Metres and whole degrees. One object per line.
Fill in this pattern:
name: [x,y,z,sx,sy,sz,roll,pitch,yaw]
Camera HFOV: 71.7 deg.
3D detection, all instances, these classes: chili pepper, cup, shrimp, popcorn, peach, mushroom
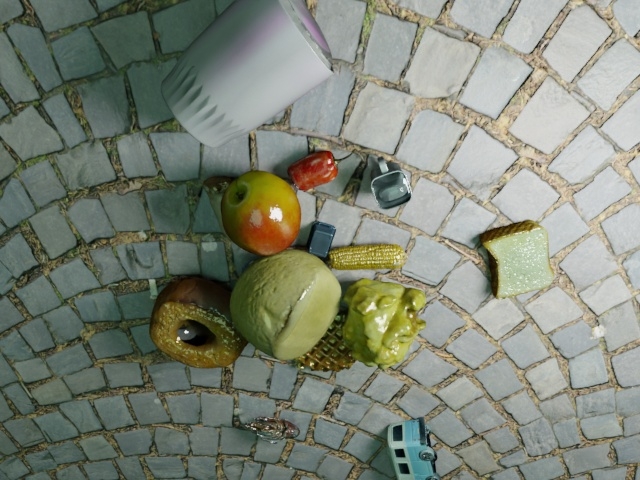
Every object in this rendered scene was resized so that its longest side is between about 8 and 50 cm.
chili pepper: [0.009,-0.203,1.206,0.192,0.084,0.086,-23,127,17]
cup: [0.179,-0.164,1.187,0.095,0.129,0.128,-20,111,11]
shrimp: [-0.187,0.685,1.603,0.233,0.090,0.079,14,148,-15]
popcorn: [0.183,0.247,1.320,0.242,0.235,0.249,16,106,21]
peach: [-0.158,-0.073,1.194,0.231,0.231,0.230,1,114,3]
mushroom: [-0.270,-0.087,1.282,0.084,0.071,0.209,-24,117,-20]
cup: [-0.168,-0.400,1.036,0.372,0.253,0.253,-33,108,18]

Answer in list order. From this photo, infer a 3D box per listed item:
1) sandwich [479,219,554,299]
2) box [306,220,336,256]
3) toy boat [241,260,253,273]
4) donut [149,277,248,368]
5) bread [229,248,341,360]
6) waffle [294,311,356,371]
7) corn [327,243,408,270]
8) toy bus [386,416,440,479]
sandwich: [0.576,0.058,1.300,0.186,0.065,0.214,-15,113,9]
box: [0.000,0.000,1.310,0.074,0.054,0.099,16,114,-2]
toy boat: [-0.181,0.120,1.394,0.150,0.034,0.105,19,111,-19]
donut: [-0.377,0.263,1.397,0.318,0.150,0.298,-8,110,6]
bread: [-0.101,0.180,1.285,0.321,0.237,0.320,-28,141,-25]
waffle: [0.006,0.336,1.465,0.238,0.058,0.243,-10,111,11]
corn: [0.139,0.049,1.313,0.239,0.080,0.080,-1,114,6]
toy bus: [0.336,0.790,1.603,0.165,0.133,0.271,-11,110,13]
